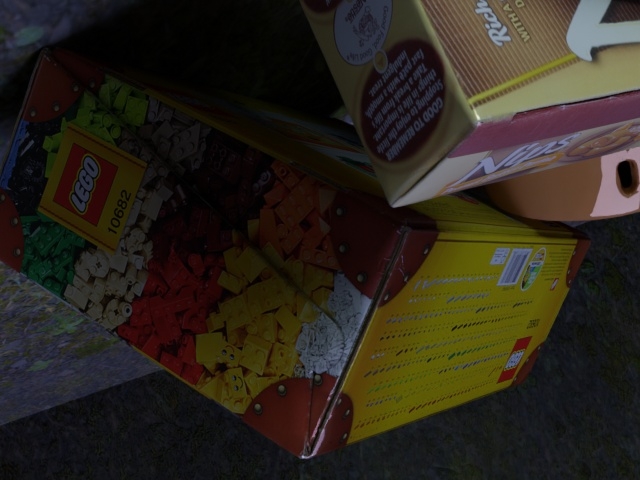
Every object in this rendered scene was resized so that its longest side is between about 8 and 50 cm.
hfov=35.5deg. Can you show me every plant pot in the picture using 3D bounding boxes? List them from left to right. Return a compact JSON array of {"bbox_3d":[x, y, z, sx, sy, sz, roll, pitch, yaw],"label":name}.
[{"bbox_3d":[0.241,-0.147,0.933,0.291,0.203,0.291,-9,-158,4],"label":"plant pot"}]

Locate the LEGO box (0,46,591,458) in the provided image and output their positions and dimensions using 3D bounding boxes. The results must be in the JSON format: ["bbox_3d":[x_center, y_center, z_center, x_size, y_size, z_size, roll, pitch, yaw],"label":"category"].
[{"bbox_3d":[0.000,0.000,0.979,0.500,0.372,0.193,2,113,-60],"label":"LEGO box"}]

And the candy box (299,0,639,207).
[{"bbox_3d":[0.064,-0.188,0.506,0.183,0.316,0.087,-14,164,-29],"label":"candy box"}]
